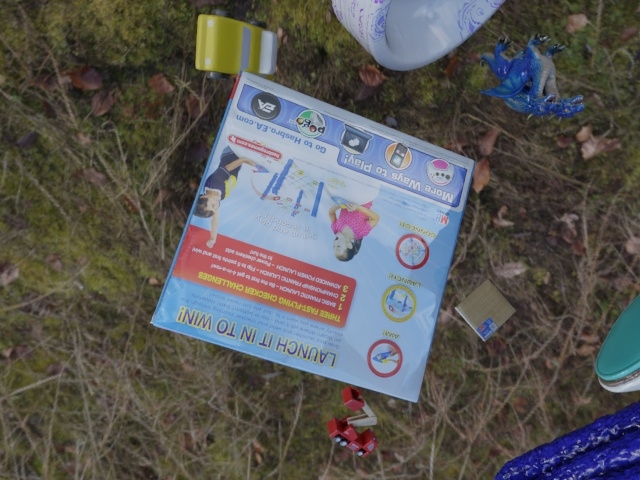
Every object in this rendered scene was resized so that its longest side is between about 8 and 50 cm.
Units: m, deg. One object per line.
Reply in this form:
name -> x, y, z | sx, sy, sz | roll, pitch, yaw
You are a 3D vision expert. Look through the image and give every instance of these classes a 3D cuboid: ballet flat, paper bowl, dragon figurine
ballet flat -> 0.569, 0.077, 0.826 | 0.139, 0.139, 0.400 | 34, 90, -23
paper bowl -> 0.134, -0.367, 0.698 | 0.284, 0.284, 0.148 | -47, 70, 25
dragon figurine -> 0.352, -0.287, 1.025 | 0.085, 0.289, 0.144 | 13, 97, -30

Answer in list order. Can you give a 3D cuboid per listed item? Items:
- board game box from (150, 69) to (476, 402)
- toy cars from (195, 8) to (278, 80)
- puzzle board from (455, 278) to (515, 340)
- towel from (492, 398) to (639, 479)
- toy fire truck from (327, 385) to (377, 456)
board game box -> 0.000, 0.000, 0.671 | 0.308, 0.086, 0.302 | 19, 77, -10
toy cars -> -0.083, -0.247, 0.981 | 0.087, 0.176, 0.394 | 14, 154, 24
puzzle board -> 0.374, 0.157, 1.278 | 0.096, 0.128, 0.011 | 51, 148, 10
towel -> 0.255, 0.217, 0.290 | 0.308, 0.076, 0.228 | 44, 126, 3
toy fire truck -> 0.093, 0.456, 1.411 | 0.135, 0.047, 0.192 | -42, 118, 16
